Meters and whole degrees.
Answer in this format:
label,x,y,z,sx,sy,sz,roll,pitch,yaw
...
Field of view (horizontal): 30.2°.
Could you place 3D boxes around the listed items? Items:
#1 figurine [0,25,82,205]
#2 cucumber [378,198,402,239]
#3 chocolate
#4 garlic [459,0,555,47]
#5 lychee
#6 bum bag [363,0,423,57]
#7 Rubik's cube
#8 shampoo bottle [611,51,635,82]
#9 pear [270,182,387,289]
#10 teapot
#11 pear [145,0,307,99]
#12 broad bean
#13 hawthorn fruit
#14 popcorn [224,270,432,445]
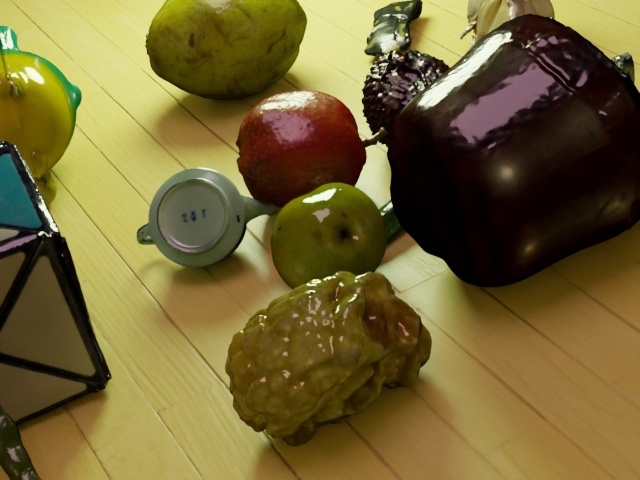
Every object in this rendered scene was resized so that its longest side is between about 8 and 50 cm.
label,x,y,z,sx,sy,sz,roll,pitch,yaw
figurine,-0.550,-0.235,2.189,0.231,0.324,0.340,-15,20,-10
cucumber,0.149,-0.062,1.913,0.250,0.056,0.056,-36,41,-27
chocolate,0.272,-0.093,1.704,0.331,0.384,0.383,-41,41,-9
garlic,0.370,-0.429,2.297,0.142,0.178,0.229,8,47,-24
lychee,0.156,-0.233,2.045,0.188,0.188,0.188,-9,35,6
bum bag,0.149,-0.433,2.431,0.106,0.060,0.232,-9,32,21
Rubik's cube,-0.505,0.076,1.703,0.310,0.307,0.305,-22,36,-12
shampoo bottle,0.401,-0.276,2.091,0.309,0.098,0.071,-16,35,-3
pear,0.000,0.000,1.795,0.180,0.166,0.216,-43,17,-20
teapot,-0.190,-0.029,1.916,0.232,0.159,0.159,-13,34,9
pear,-0.186,-0.402,2.330,0.321,0.269,0.269,-11,33,-18
broad bean,-0.412,0.267,1.546,0.052,0.053,0.256,-31,73,-13
hawthorn fruit,-0.013,-0.151,1.965,0.253,0.205,0.205,-6,35,2
popcorn,0.015,0.137,1.524,0.286,0.225,0.174,-22,68,-16
